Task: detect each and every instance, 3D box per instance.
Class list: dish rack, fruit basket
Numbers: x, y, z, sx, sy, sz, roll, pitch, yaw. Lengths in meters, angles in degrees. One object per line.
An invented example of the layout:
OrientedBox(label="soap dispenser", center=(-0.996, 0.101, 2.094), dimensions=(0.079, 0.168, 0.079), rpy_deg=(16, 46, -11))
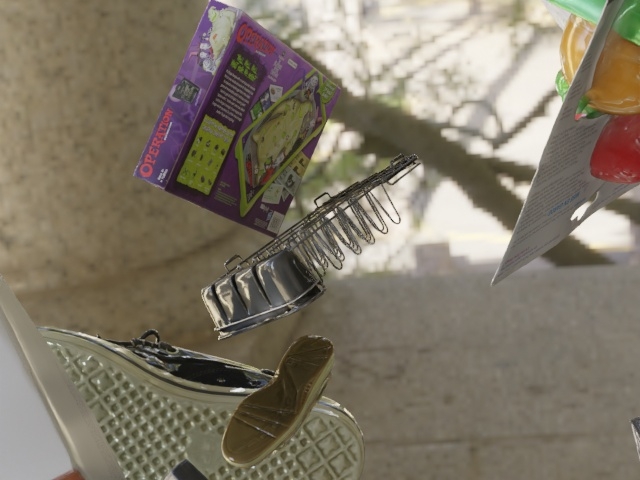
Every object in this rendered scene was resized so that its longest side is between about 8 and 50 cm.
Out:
OrientedBox(label="dish rack", center=(0.000, 0.000, 1.780), dimensions=(0.271, 0.074, 0.208), rpy_deg=(-37, 8, -32))
OrientedBox(label="fruit basket", center=(0.271, -0.157, 1.379), dimensions=(0.165, 0.353, 0.327), rpy_deg=(36, 37, 19))

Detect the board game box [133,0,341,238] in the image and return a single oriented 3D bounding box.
OrientedBox(label="board game box", center=(-0.085, -0.128, 1.775), dimensions=(0.056, 0.208, 0.347), rpy_deg=(28, 1, 20))

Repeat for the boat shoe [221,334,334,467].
OrientedBox(label="boat shoe", center=(-0.033, 0.149, 1.371), dimensions=(0.056, 0.048, 0.153), rpy_deg=(14, 47, 23))

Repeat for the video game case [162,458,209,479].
OrientedBox(label="video game case", center=(-0.056, 0.323, 1.272), dimensions=(0.026, 0.274, 0.196), rpy_deg=(-41, -8, -45))

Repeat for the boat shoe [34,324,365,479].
OrientedBox(label="boat shoe", center=(-0.199, 0.201, 1.764), dimensions=(0.500, 0.186, 0.156), rpy_deg=(11, 7, -11))

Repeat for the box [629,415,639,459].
OrientedBox(label="box", center=(0.516, 0.272, 1.756), dimensions=(0.242, 0.076, 0.307), rpy_deg=(-18, 26, 1))

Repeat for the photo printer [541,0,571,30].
OrientedBox(label="photo printer", center=(0.370, -0.363, 1.744), dimensions=(0.308, 0.256, 0.107), rpy_deg=(-18, -15, -5))

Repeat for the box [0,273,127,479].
OrientedBox(label="box", center=(-0.220, 0.155, 0.842), dimensions=(0.215, 0.168, 0.345), rpy_deg=(-28, -25, -7))
